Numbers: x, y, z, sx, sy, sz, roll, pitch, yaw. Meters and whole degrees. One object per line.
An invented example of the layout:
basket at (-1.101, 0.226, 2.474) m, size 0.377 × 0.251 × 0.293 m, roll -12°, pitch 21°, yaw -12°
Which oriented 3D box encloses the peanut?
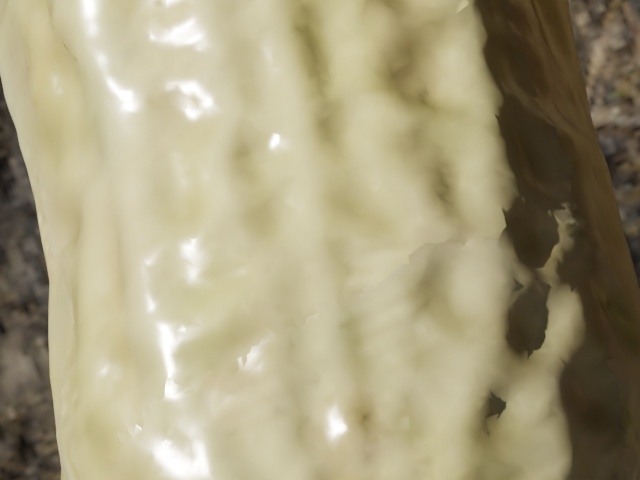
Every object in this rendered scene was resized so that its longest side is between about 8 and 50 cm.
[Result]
peanut at (0.000, 0.000, 0.460) m, size 0.152 × 0.152 × 0.313 m, roll 114°, pitch 146°, yaw -61°
